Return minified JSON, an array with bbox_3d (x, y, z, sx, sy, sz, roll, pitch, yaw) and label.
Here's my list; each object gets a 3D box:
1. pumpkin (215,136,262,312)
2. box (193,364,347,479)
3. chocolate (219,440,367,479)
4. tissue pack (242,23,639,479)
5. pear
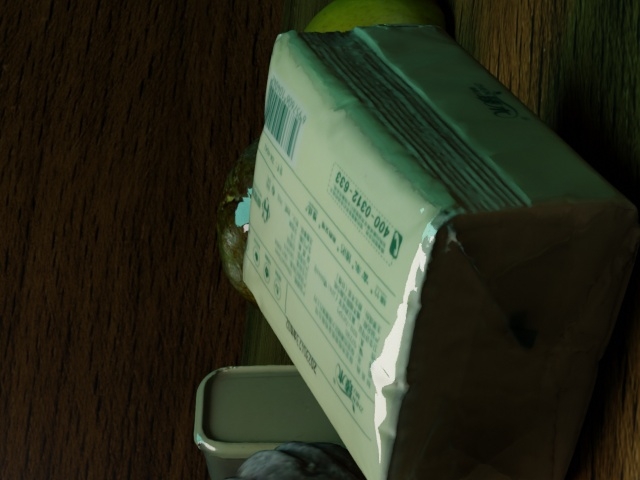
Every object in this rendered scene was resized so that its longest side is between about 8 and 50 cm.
[{"bbox_3d":[0.000,0.000,1.804,0.242,0.232,0.325,40,156,48],"label":"pumpkin"},{"bbox_3d":[-0.009,0.248,1.824,0.178,0.274,0.138,88,-177,-48],"label":"box"},{"bbox_3d":[0.000,0.339,1.657,0.213,0.303,0.303,-74,-1,-52],"label":"chocolate"},{"bbox_3d":[0.083,0.013,1.305,0.380,0.207,0.297,-124,38,-52],"label":"tissue pack"},{"bbox_3d":[0.046,-0.184,2.056,0.386,0.191,0.340,-114,32,-76],"label":"pear"}]
